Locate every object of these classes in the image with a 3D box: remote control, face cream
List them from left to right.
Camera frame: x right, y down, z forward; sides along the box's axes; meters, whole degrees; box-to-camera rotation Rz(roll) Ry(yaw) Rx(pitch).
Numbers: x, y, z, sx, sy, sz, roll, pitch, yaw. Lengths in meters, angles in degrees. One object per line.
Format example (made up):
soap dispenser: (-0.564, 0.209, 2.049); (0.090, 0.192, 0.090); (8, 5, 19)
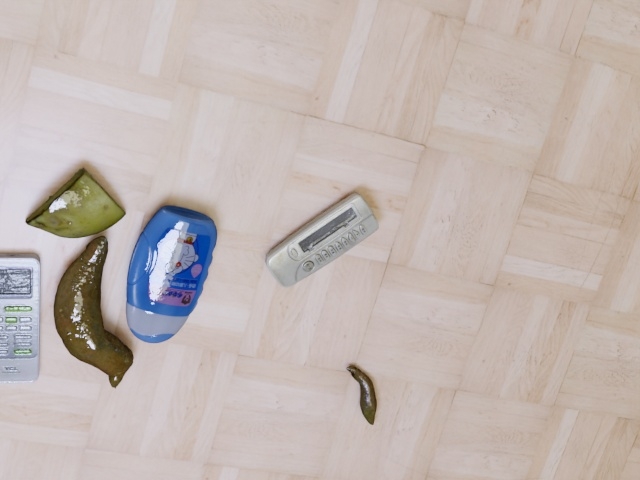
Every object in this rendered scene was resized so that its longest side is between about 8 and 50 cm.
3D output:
remote control: (-0.568, 0.145, 1.713); (0.103, 0.034, 0.250); (2, 107, -16)
face cream: (-0.288, 0.070, 1.739); (0.149, 0.083, 0.263); (13, 104, -23)
remote control: (0.000, 0.000, 1.815); (0.230, 0.049, 0.090); (-33, 113, -2)

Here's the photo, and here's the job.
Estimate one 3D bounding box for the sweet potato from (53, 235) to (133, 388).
sweet potato: (-0.426, 0.148, 1.722); (0.124, 0.098, 0.309); (-21, 112, -31)

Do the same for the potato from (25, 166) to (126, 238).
potato: (-0.434, -0.037, 1.665); (0.149, 0.081, 0.120); (-42, 111, 1)

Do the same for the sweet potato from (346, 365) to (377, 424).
sweet potato: (0.095, 0.322, 1.957); (0.041, 0.038, 0.153); (-31, 113, -29)
